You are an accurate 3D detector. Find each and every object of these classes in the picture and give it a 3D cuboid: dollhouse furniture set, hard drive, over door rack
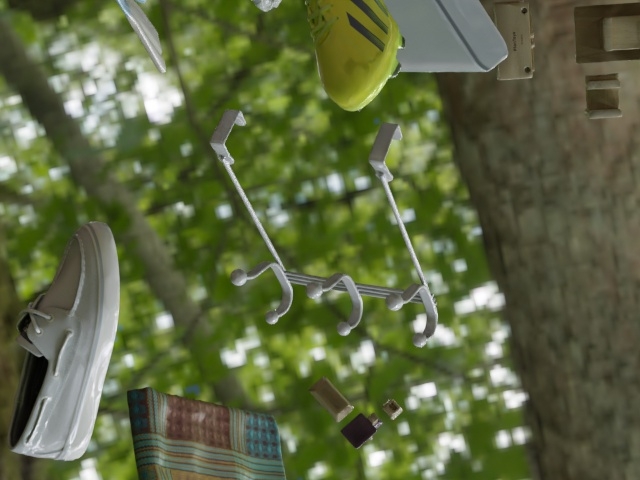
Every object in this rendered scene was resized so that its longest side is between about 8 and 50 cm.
[{"bbox_3d":[0.354,-0.273,1.979,0.242,0.212,0.161,-3,-172,6],"label":"dollhouse furniture set"},{"bbox_3d":[0.080,-0.307,1.808,0.047,0.233,0.353,-39,-164,-11],"label":"hard drive"},{"bbox_3d":[0.000,0.000,1.841,0.239,0.324,0.108,8,-135,26],"label":"over door rack"},{"bbox_3d":[0.047,0.238,2.157,0.091,0.114,0.081,-41,166,-11],"label":"dollhouse furniture set"}]

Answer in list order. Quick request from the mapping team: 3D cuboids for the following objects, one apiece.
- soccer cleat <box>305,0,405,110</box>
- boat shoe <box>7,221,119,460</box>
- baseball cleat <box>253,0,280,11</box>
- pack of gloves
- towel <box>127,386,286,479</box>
[{"bbox_3d":[0.010,-0.240,1.426,0.093,0.121,0.289,-34,-138,32],"label":"soccer cleat"},{"bbox_3d":[-0.196,0.074,1.111,0.063,0.184,0.066,6,-163,-32],"label":"boat shoe"},{"bbox_3d":[-0.107,-0.391,2.158,0.109,0.072,0.206,28,167,7],"label":"baseball cleat"},{"bbox_3d":[-0.259,-0.325,1.726,0.046,0.232,0.195,-24,-134,6],"label":"pack of gloves"},{"bbox_3d":[-0.094,0.351,1.620,0.040,0.370,0.271,-22,157,25],"label":"towel"}]
